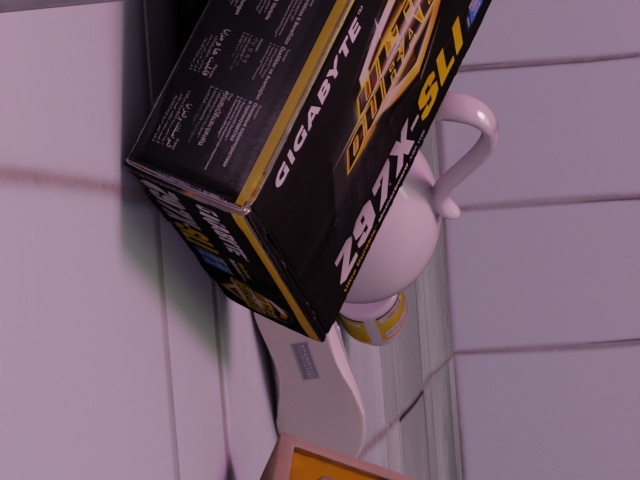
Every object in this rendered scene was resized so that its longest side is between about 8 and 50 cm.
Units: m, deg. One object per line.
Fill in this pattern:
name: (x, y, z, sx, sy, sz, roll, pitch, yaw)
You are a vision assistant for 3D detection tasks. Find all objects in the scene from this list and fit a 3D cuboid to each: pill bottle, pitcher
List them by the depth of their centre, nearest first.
pitcher: (0.043, -0.040, 1.204, 0.207, 0.177, 0.125, 72, 26, -56)
pill bottle: (0.046, 0.059, 1.569, 0.116, 0.065, 0.065, 67, 20, -67)

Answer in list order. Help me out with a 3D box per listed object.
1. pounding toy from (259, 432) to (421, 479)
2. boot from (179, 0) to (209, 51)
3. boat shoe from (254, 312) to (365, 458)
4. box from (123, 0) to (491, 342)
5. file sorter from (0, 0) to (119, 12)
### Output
pounding toy: (0.000, 0.179, 1.007, 0.130, 0.141, 0.100, -80, -168, -60)
boot: (-0.058, -0.198, 0.981, 0.198, 0.076, 0.137, 75, 18, -47)
boat shoe: (-0.009, 0.083, 1.212, 0.063, 0.066, 0.184, -81, 155, -54)
box: (0.020, -0.124, 0.987, 0.322, 0.079, 0.257, -64, 165, -13)
file sorter: (-0.092, -0.152, 0.356, 0.277, 0.173, 0.193, -13, 98, -81)
